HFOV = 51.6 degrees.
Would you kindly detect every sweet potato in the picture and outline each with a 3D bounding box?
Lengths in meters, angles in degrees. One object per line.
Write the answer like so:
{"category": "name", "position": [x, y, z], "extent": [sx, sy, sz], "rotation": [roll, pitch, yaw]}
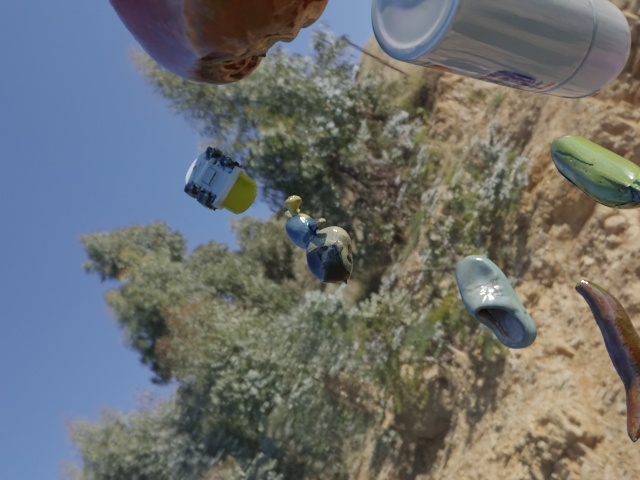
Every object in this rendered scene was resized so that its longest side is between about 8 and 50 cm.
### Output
{"category": "sweet potato", "position": [0.472, 0.177, 1.030], "extent": [0.078, 0.255, 0.058], "rotation": [-5, -19, -21]}

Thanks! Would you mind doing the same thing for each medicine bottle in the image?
{"category": "medicine bottle", "position": [0.224, -0.239, 0.749], "extent": [0.340, 0.130, 0.130], "rotation": [0, -56, -37]}

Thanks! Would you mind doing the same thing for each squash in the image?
{"category": "squash", "position": [0.494, -0.109, 1.147], "extent": [0.341, 0.094, 0.094], "rotation": [-109, 41, -67]}

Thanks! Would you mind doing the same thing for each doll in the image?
{"category": "doll", "position": [0.000, 0.000, 1.132], "extent": [0.088, 0.179, 0.102], "rotation": [-26, -20, -15]}

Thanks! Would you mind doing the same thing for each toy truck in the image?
{"category": "toy truck", "position": [-0.135, -0.078, 0.912], "extent": [0.077, 0.111, 0.076], "rotation": [30, -89, -41]}

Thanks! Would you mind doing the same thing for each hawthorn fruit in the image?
{"category": "hawthorn fruit", "position": [-0.130, -0.324, 0.801], "extent": [0.284, 0.284, 0.284], "rotation": [-55, -15, -23]}

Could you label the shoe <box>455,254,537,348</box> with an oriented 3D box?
{"category": "shoe", "position": [0.301, 0.111, 1.175], "extent": [0.078, 0.195, 0.079], "rotation": [-9, -32, -49]}
